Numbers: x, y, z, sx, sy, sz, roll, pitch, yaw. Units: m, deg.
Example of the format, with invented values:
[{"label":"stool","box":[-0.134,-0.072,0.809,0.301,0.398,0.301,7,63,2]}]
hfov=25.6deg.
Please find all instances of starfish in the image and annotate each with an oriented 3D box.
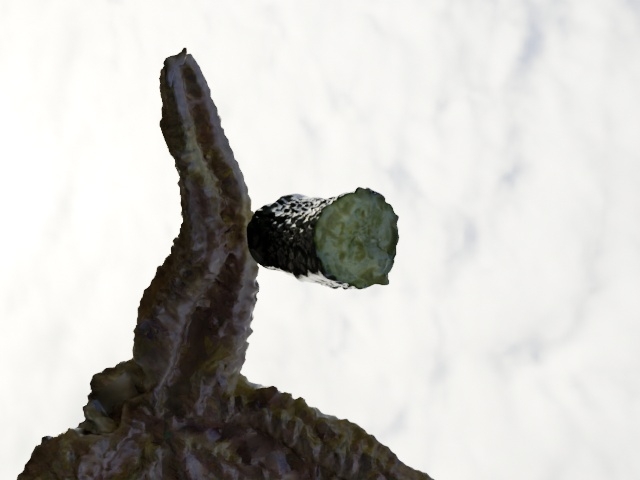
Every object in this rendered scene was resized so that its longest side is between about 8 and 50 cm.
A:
[{"label":"starfish","box":[-0.070,0.154,0.896,0.398,0.383,0.132,-52,-174,-15]}]

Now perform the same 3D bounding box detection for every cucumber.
[{"label":"cucumber","box":[0.000,0.001,0.814,0.187,0.058,0.058,-176,-91,-77]}]
